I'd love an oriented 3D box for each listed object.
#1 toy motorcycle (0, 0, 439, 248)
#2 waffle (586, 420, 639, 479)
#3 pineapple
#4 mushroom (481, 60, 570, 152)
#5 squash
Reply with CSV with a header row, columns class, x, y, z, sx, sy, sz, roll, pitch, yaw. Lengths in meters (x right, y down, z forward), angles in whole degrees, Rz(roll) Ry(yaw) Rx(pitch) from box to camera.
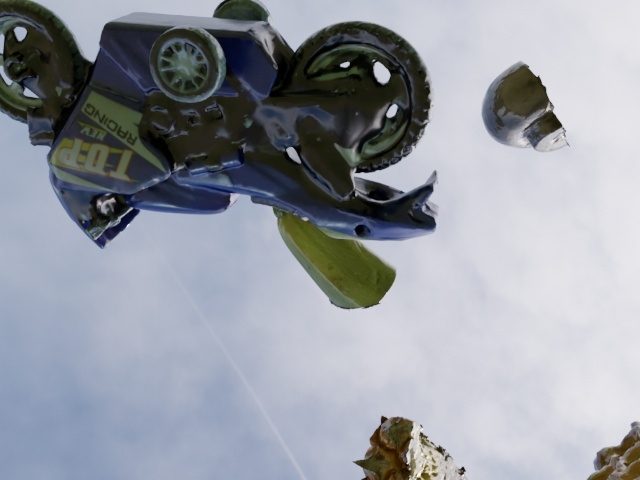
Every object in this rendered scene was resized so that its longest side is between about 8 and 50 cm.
class,x,y,z,sx,sy,sz,roll,pitch,yaw
toy motorcycle,-0.078,-0.065,0.465,0.316,0.168,0.113,8,-152,10
waffle,0.367,0.183,0.652,0.329,0.329,0.062,-33,-101,-23
pineapple,0.105,0.300,0.767,0.080,0.233,0.135,-9,-136,36
mushroom,0.322,-0.204,1.156,0.117,0.188,0.141,-21,-109,23
squash,-0.009,0.014,1.300,0.287,0.137,0.137,38,-123,-16
